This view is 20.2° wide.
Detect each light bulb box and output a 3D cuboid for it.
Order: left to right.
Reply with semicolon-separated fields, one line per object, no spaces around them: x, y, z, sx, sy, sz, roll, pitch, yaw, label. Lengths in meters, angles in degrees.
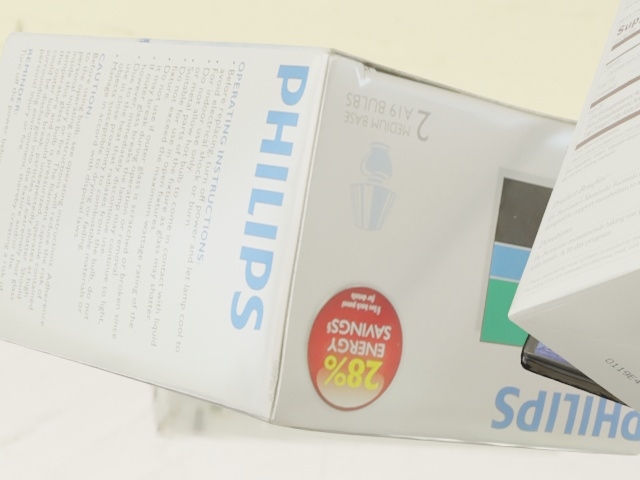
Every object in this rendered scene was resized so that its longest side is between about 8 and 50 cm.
0.000;0.000;1.252;0.358;0.225;0.361;10;0;-42;light bulb box

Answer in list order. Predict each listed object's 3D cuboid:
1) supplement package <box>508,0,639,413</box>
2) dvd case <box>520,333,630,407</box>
0.203;-0.046;0.774;0.139;0.244;0.134;35;-32;-20;supplement package
0.246;0.004;1.071;0.180;0.253;0.022;19;-33;16;dvd case
